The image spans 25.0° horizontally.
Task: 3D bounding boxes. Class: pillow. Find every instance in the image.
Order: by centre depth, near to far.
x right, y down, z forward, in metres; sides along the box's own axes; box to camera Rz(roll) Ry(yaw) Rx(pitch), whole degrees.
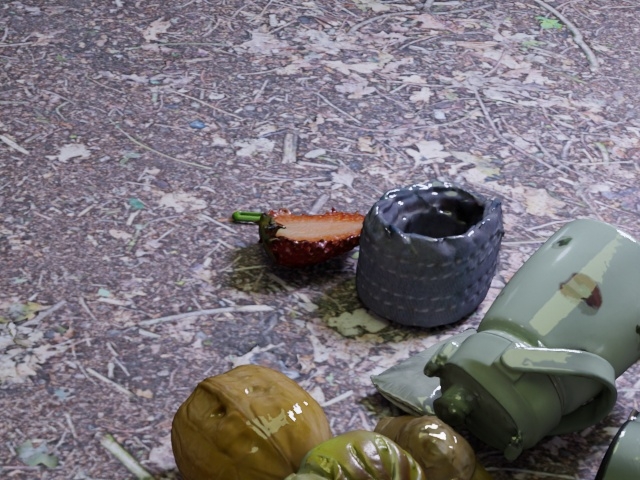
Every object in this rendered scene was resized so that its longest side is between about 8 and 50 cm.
[{"bbox_3d":[0.190,0.191,2.069,0.229,0.051,0.128,-21,43,-38],"label":"pillow"}]

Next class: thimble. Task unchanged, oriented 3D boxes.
[{"bbox_3d":[0.172,0.016,2.237,0.236,0.172,0.205,-11,38,-27],"label":"thimble"}]

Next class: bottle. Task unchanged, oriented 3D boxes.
[{"bbox_3d":[0.311,0.152,1.961,0.229,0.229,0.351,28,55,33],"label":"bottle"}]

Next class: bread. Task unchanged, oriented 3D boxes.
[{"bbox_3d":[0.046,0.328,1.700,0.213,0.213,0.104,-27,10,-40],"label":"bread"}]

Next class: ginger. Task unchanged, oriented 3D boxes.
[{"bbox_3d":[0.128,0.263,1.893,0.115,0.123,0.193,-35,40,-19],"label":"ginger"}]

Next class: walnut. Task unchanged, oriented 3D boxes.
[{"bbox_3d":[-0.085,0.254,1.810,0.193,0.193,0.226,-13,36,-26],"label":"walnut"}]

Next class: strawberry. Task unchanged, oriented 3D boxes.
[{"bbox_3d":[-0.002,0.005,2.306,0.208,0.087,0.167,4,15,-9],"label":"strawberry"}]

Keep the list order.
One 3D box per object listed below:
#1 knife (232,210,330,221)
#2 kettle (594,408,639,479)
[{"bbox_3d":[-0.043,-0.039,2.439,0.212,0.015,0.054,4,31,-2],"label":"knife"},{"bbox_3d":[0.457,0.346,1.771,0.255,0.165,0.240,18,63,22],"label":"kettle"}]
